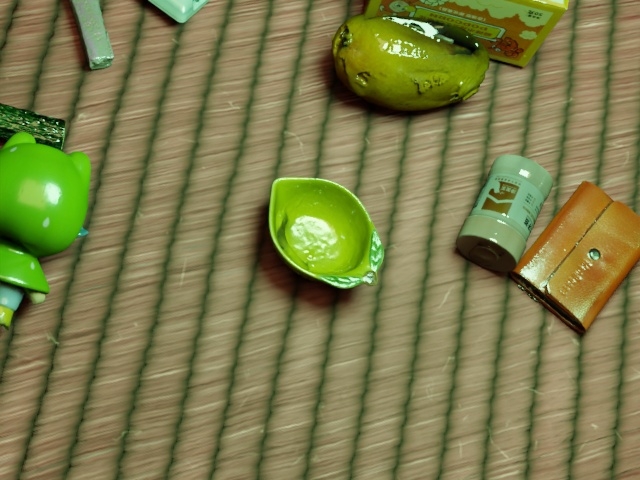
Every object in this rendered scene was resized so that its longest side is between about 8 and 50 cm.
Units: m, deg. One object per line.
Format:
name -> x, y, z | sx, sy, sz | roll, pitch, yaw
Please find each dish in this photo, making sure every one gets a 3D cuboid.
dish -> 0.000, 0.000, 1.650 | 0.149, 0.080, 0.207 | -37, 79, -23

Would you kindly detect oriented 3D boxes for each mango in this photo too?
mango -> 0.136, -0.271, 1.738 | 0.249, 0.151, 0.156 | 2, 30, -18

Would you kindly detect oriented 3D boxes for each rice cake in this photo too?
rice cake -> -0.359, -0.353, 1.732 | 0.047, 0.036, 0.206 | -11, 72, -27

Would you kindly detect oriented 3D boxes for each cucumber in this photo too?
cucumber -> -0.456, -0.169, 1.641 | 0.187, 0.058, 0.058 | 17, 69, -3

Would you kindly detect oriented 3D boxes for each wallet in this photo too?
wallet -> 0.399, 0.022, 1.731 | 0.142, 0.045, 0.204 | 40, 70, 5

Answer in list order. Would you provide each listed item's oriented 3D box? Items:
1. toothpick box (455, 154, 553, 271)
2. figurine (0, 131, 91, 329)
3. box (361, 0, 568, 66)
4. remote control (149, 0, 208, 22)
toothpick box -> 0.274, -0.041, 1.702 | 0.098, 0.098, 0.149 | 28, 67, 0
figurine -> -0.408, -0.012, 1.557 | 0.162, 0.143, 0.263 | 19, 79, 3
box -> 0.233, -0.451, 1.779 | 0.283, 0.214, 0.259 | 14, 72, -4
remote control -> -0.297, -0.453, 1.764 | 0.293, 0.051, 0.103 | 38, 53, 1
